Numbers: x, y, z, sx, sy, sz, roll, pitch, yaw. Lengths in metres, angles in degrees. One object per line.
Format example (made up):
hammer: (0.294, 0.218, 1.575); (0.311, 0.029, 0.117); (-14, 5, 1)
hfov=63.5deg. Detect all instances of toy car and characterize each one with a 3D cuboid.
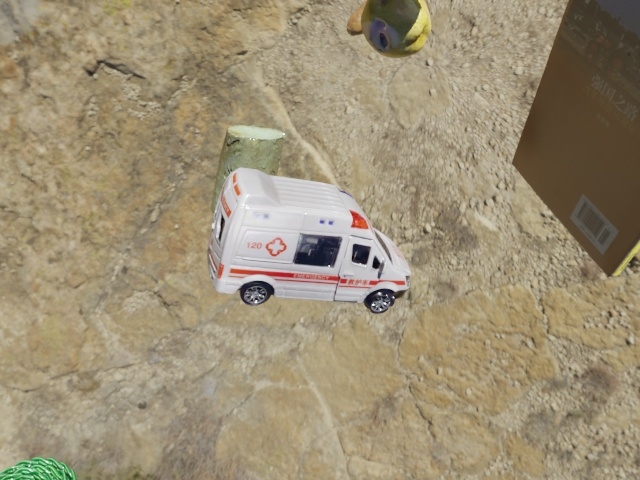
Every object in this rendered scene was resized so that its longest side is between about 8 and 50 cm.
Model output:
toy car: (0.000, 0.000, 0.494); (0.209, 0.089, 0.108); (7, 121, -21)

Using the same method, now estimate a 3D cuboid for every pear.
pear: (0.188, -0.533, 1.266); (0.177, 0.178, 0.178); (4, 109, 11)

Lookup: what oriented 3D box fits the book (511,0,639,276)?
book: (0.380, -0.152, 0.688); (0.028, 0.263, 0.374); (-17, 145, -10)

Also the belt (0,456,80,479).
belt: (-0.310, 0.309, 0.532); (0.121, 0.151, 0.079); (9, 123, 16)

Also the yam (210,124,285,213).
yam: (-0.199, -0.160, 1.390); (0.167, 0.168, 0.305); (21, 116, 5)

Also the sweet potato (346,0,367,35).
sweet potato: (0.218, -0.663, 1.364); (0.354, 0.106, 0.095); (-42, 51, 19)
